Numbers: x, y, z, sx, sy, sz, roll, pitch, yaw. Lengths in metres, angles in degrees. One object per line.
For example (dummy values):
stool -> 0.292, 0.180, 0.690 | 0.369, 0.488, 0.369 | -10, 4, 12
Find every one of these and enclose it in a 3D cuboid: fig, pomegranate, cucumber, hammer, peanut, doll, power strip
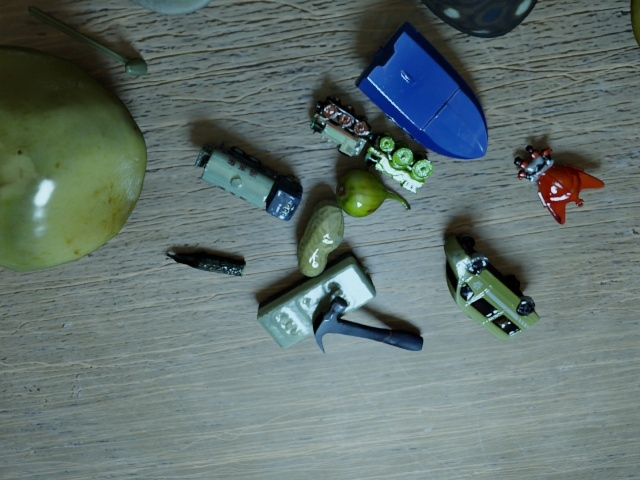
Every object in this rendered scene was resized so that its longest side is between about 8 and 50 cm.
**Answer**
fig -> 0.095, -0.081, 0.837 | 0.166, 0.093, 0.093 | 15, 121, -51
pomegranate -> -0.442, -0.116, 0.655 | 0.332, 0.333, 0.333 | -1, 115, -2
cucumber -> -0.237, 0.044, 0.890 | 0.163, 0.043, 0.039 | 13, 76, -11
hammer -> -0.385, -0.323, 0.701 | 0.195, 0.060, 0.028 | 26, 112, -10
peanut -> 0.000, 0.000, 0.857 | 0.080, 0.080, 0.175 | 16, 117, -10
doll -> 0.451, -0.115, 0.832 | 0.169, 0.057, 0.109 | 33, 112, -17
power strip -> -0.006, 0.127, 0.920 | 0.256, 0.070, 0.105 | -32, 114, 10
hammer -> 0.112, 0.206, 0.939 | 0.289, 0.037, 0.137 | 19, 122, -29

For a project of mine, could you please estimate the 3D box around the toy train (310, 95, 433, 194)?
toy train -> 0.093, -0.174, 0.792 | 0.249, 0.053, 0.085 | 28, 117, -14

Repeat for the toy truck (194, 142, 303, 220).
toy truck -> -0.129, -0.110, 0.791 | 0.201, 0.088, 0.074 | 27, 110, -15

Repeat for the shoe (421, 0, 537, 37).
shoe -> 0.172, -0.424, 0.574 | 0.384, 0.237, 0.171 | 31, 110, -16

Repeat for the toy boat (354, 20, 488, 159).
toy boat -> 0.200, -0.233, 0.758 | 0.295, 0.088, 0.129 | 32, 110, -28

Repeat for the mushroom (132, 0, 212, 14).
mushroom -> -0.219, -0.414, 0.574 | 0.207, 0.215, 0.207 | -1, 121, -2

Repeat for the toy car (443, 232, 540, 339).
toy car -> 0.337, 0.101, 0.907 | 0.256, 0.101, 0.124 | 37, 112, -19

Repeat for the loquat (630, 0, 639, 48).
loquat -> 0.637, -0.367, 0.601 | 0.359, 0.328, 0.329 | -16, 126, -45
